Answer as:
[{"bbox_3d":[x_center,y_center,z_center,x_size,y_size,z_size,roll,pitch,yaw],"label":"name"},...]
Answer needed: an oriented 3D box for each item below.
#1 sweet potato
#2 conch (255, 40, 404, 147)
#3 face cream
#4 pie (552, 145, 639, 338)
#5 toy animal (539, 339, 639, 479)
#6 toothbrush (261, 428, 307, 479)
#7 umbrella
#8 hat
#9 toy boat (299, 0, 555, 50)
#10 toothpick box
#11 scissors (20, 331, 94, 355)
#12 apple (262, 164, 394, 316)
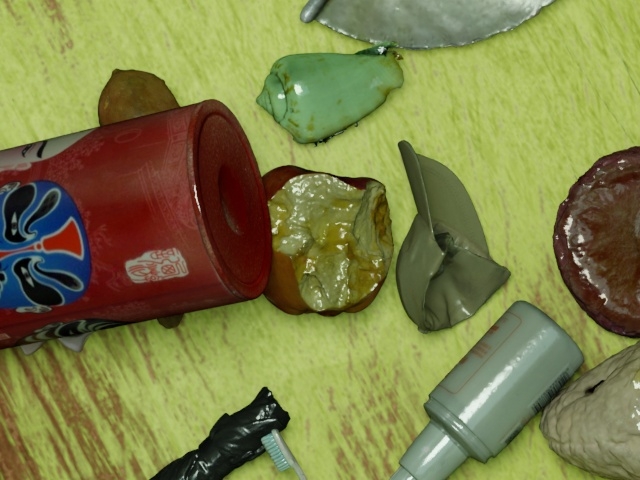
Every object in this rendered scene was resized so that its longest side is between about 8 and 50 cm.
[{"bbox_3d":[-0.172,-0.052,1.572,0.097,0.097,0.292,-13,86,-5],"label":"sweet potato"},{"bbox_3d":[0.014,-0.160,1.601,0.170,0.079,0.106,-12,103,0],"label":"conch"},{"bbox_3d":[0.166,0.185,1.568,0.101,0.101,0.252,44,84,1],"label":"face cream"},{"bbox_3d":[0.364,0.003,1.622,0.204,0.054,0.219,-23,86,-6],"label":"pie"},{"bbox_3d":[0.421,0.169,1.523,0.358,0.226,0.188,-20,89,-5],"label":"toy animal"},{"bbox_3d":[0.003,0.320,1.555,0.027,0.021,0.269,-23,101,11],"label":"toothbrush"},{"bbox_3d":[-0.132,0.250,1.559,0.235,0.066,0.059,-41,93,-4],"label":"umbrella"},{"bbox_3d":[0.108,-0.005,1.585,0.144,0.166,0.173,-48,59,12],"label":"hat"},{"bbox_3d":[0.153,-0.340,1.626,0.276,0.111,0.294,19,96,-2],"label":"toy boat"},{"bbox_3d":[-0.237,-0.008,1.449,0.333,0.204,0.204,-13,85,16],"label":"toothpick box"},{"bbox_3d":[-0.300,0.019,1.591,0.110,0.021,0.212,-5,85,-1],"label":"scissors"},{"bbox_3d":[-0.004,0.003,1.555,0.156,0.147,0.158,6,94,-35],"label":"apple"}]
